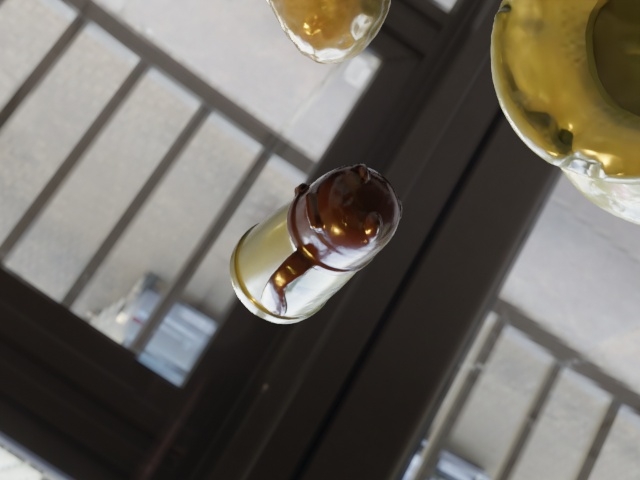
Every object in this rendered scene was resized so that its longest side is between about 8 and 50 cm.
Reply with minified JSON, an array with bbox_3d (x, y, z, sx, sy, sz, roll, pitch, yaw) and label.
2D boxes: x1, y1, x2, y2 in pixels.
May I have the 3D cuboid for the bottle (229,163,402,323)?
[{"bbox_3d":[0.000,0.002,0.563,0.047,0.063,0.101,23,153,-16],"label":"bottle"}]

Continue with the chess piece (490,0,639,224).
[{"bbox_3d":[0.253,-0.117,1.009,0.234,0.234,0.442,22,-172,18],"label":"chess piece"}]

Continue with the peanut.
[{"bbox_3d":[-0.022,-0.237,0.991,0.085,0.104,0.228,-10,-104,-81],"label":"peanut"}]
